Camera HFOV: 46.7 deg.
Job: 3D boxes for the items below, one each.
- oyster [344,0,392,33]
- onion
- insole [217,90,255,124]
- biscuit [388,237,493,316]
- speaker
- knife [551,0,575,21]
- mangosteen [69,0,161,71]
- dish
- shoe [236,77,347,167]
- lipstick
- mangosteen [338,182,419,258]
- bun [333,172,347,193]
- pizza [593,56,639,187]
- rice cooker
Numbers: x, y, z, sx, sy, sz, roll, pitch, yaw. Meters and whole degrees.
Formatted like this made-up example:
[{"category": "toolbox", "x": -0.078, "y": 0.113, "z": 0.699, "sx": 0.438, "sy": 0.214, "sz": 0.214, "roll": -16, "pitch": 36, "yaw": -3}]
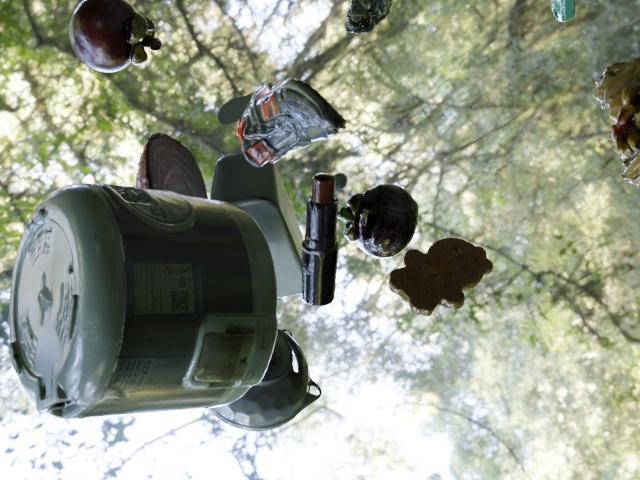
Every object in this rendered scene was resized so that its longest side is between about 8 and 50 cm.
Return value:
[{"category": "oyster", "x": 0.116, "y": -0.552, "z": 1.745, "sx": 0.064, "sy": 0.124, "sz": 0.177, "roll": 48, "pitch": -120, "yaw": -45}, {"category": "onion", "x": -0.400, "y": -0.144, "z": 1.894, "sx": 0.250, "sy": 0.111, "sz": 0.248, "roll": 14, "pitch": -123, "yaw": -62}, {"category": "insole", "x": -0.223, "y": -0.390, "z": 2.139, "sx": 0.197, "sy": 0.004, "sz": 0.065, "roll": -36, "pitch": -60, "yaw": -33}, {"category": "biscuit", "x": 0.277, "y": 0.076, "z": 1.702, "sx": 0.248, "sy": 0.035, "sz": 0.184, "roll": -32, "pitch": -121, "yaw": -23}, {"category": "speaker", "x": -0.153, "y": -0.034, "z": 1.897, "sx": 0.406, "sy": 0.183, "sz": 0.184, "roll": 71, "pitch": -168, "yaw": -51}, {"category": "knife", "x": 0.445, "y": -0.506, "z": 1.369, "sx": 0.260, "sy": 0.034, "sz": 0.063, "roll": 56, "pitch": -168, "yaw": -58}, {"category": "mangosteen", "x": -0.554, "y": -0.565, "z": 2.030, "sx": 0.215, "sy": 0.257, "sz": 0.215, "roll": 11, "pitch": -90, "yaw": -73}, {"category": "dish", "x": -0.142, "y": 0.291, "z": 1.715, "sx": 0.302, "sy": 0.120, "sz": 0.303, "roll": 8, "pitch": -131, "yaw": -9}, {"category": "shoe", "x": -0.087, "y": -0.225, "z": 1.510, "sx": 0.132, "sy": 0.171, "sz": 0.336, "roll": 42, "pitch": 169, "yaw": -29}, {"category": "lipstick", "x": 0.000, "y": 0.000, "z": 1.574, "sx": 0.081, "sy": 0.081, "sz": 0.300, "roll": -58, "pitch": -27, "yaw": -60}, {"category": "mangosteen", "x": 0.171, "y": -0.066, "z": 2.114, "sx": 0.216, "sy": 0.216, "sz": 0.216, "roll": 38, "pitch": -147, "yaw": -30}, {"category": "bun", "x": 0.042, "y": -0.155, "z": 2.060, "sx": 0.045, "sy": 0.083, "sz": 0.083, "roll": 60, "pitch": -152, "yaw": 8}, {"category": "pizza", "x": 0.538, "y": -0.247, "z": 1.155, "sx": 0.074, "sy": 0.251, "sz": 0.288, "roll": 22, "pitch": -140, "yaw": -21}, {"category": "rice cooker", "x": -0.207, "y": 0.074, "z": 0.899, "sx": 0.276, "sy": 0.288, "sz": 0.289, "roll": 6, "pitch": -126, "yaw": -39}]
